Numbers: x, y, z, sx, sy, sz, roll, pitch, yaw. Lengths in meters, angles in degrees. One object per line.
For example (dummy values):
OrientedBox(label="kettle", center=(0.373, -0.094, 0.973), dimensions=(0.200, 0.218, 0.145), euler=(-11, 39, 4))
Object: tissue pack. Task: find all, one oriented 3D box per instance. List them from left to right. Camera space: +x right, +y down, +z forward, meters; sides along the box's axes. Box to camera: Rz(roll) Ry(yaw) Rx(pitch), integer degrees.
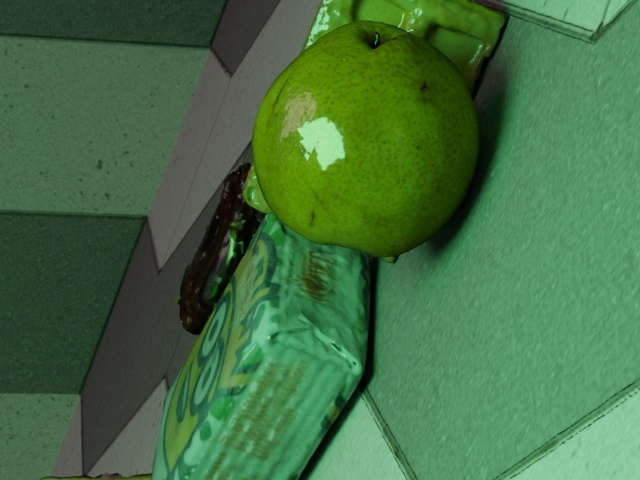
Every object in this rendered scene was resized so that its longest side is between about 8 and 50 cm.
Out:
OrientedBox(label="tissue pack", center=(-0.062, 0.144, 1.808), dimensions=(0.228, 0.128, 0.311), euler=(-88, 22, -53))

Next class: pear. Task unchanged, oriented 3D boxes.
OrientedBox(label="pear", center=(0.044, -0.092, 1.595), dimensions=(0.209, 0.208, 0.209), euler=(-158, 90, -78))

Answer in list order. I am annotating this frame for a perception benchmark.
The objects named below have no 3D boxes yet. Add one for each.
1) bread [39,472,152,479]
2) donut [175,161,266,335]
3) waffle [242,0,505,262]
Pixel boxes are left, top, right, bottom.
OrientedBox(label="bread", center=(-0.297, 0.372, 2.256), dimensions=(0.224, 0.211, 0.184), euler=(118, 175, -50))
OrientedBox(label="donut", center=(-0.101, 0.019, 2.295), dimensions=(0.216, 0.096, 0.230), euler=(-151, 83, -76))
OrientedBox(label="waffle", center=(0.048, -0.131, 1.723), dimensions=(0.057, 0.168, 0.274), euler=(-88, 20, -74))
